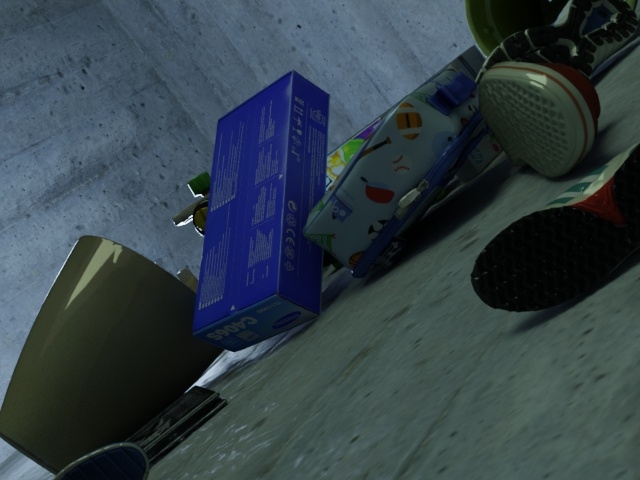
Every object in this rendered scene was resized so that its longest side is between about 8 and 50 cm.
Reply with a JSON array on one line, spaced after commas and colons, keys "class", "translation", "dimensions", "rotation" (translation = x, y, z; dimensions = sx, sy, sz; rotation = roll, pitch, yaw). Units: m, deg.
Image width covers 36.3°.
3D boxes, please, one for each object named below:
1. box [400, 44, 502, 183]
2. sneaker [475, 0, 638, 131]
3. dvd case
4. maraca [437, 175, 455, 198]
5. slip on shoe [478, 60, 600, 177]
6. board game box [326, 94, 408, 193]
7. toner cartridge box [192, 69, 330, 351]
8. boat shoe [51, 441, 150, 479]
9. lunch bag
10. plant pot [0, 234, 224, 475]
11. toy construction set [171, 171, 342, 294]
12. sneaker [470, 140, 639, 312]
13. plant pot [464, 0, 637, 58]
[{"class": "box", "translation": [0.211, -0.184, 1.394], "dimensions": [0.186, 0.145, 0.038], "rotation": [-40, 4, -43]}, {"class": "sneaker", "translation": [0.321, -0.235, 1.393], "dimensions": [0.330, 0.130, 0.147], "rotation": [-36, -11, -32]}, {"class": "dvd case", "translation": [-0.193, 0.229, 1.136], "dimensions": [0.164, 0.018, 0.221], "rotation": [-37, 3, -15]}, {"class": "maraca", "translation": [0.146, -0.102, 1.436], "dimensions": [0.127, 0.099, 0.185], "rotation": [-42, 28, 23]}, {"class": "slip on shoe", "translation": [0.226, -0.133, 0.968], "dimensions": [0.101, 0.123, 0.331], "rotation": [-33, 0, 7]}, {"class": "board game box", "translation": [0.097, -0.148, 1.991], "dimensions": [0.275, 0.142, 0.144], "rotation": [-34, 6, 38]}, {"class": "toner cartridge box", "translation": [-0.074, -0.042, 1.283], "dimensions": [0.165, 0.075, 0.347], "rotation": [-27, 48, 40]}, {"class": "boat shoe", "translation": [-0.239, 0.251, 0.933], "dimensions": [0.183, 0.066, 0.066], "rotation": [-37, 3, 1]}, {"class": "lunch bag", "translation": [0.109, -0.093, 1.184], "dimensions": [0.243, 0.115, 0.303], "rotation": [-52, -2, 28]}, {"class": "plant pot", "translation": [-0.303, 0.178, 1.320], "dimensions": [0.274, 0.256, 0.256], "rotation": [-56, 11, -22]}, {"class": "toy construction set", "translation": [-0.134, 0.012, 1.509], "dimensions": [0.309, 0.237, 0.257], "rotation": [-35, 5, 39]}, {"class": "sneaker", "translation": [0.165, -0.010, 0.575], "dimensions": [0.161, 0.057, 0.075], "rotation": [-38, -13, 16]}, {"class": "plant pot", "translation": [0.417, -0.412, 1.643], "dimensions": [0.276, 0.276, 0.254], "rotation": [-35, -7, 32]}]
